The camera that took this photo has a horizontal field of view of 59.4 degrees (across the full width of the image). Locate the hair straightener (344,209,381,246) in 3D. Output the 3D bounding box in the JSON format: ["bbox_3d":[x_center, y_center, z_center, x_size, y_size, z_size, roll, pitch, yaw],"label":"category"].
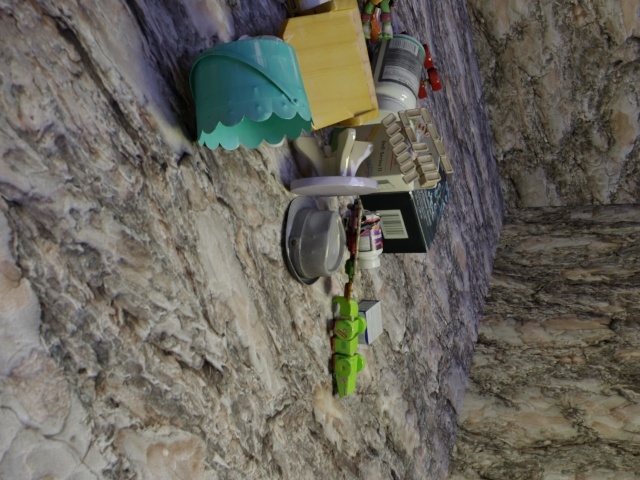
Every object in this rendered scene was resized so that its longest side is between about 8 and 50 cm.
[{"bbox_3d":[0.112,-0.040,1.887,0.230,0.047,0.089,-29,118,-22],"label":"hair straightener"}]

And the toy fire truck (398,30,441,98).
[{"bbox_3d":[0.387,-0.758,2.400,0.302,0.169,0.254,54,21,-47],"label":"toy fire truck"}]

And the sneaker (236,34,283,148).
[{"bbox_3d":[-0.137,-0.386,1.463,0.111,0.129,0.297,-42,126,-55],"label":"sneaker"}]

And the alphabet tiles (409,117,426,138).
[{"bbox_3d":[0.308,-0.474,2.220,0.237,0.009,0.198,30,54,-10],"label":"alphabet tiles"}]

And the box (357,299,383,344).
[{"bbox_3d":[0.166,0.296,2.044,0.137,0.072,0.126,-24,110,-59],"label":"box"}]

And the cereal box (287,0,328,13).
[{"bbox_3d":[-0.043,-0.805,1.717,0.240,0.047,0.173,-49,131,-49],"label":"cereal box"}]

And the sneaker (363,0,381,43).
[{"bbox_3d":[0.190,-0.836,2.137,0.067,0.064,0.175,-10,94,-39],"label":"sneaker"}]

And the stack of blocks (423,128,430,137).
[{"bbox_3d":[0.478,-0.358,2.593,0.171,0.087,0.297,-43,126,-53],"label":"stack of blocks"}]

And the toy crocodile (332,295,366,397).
[{"bbox_3d":[0.085,0.356,1.886,0.115,0.105,0.341,-10,103,-61],"label":"toy crocodile"}]

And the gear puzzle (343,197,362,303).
[{"bbox_3d":[0.095,0.039,1.796,0.175,0.044,0.339,-82,177,-72],"label":"gear puzzle"}]

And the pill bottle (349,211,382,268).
[{"bbox_3d":[0.166,-0.002,2.013,0.108,0.108,0.194,-24,110,-58],"label":"pill bottle"}]

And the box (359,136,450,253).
[{"bbox_3d":[0.348,-0.182,2.236,0.395,0.212,0.294,-60,138,-43],"label":"box"}]

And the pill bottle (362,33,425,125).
[{"bbox_3d":[0.270,-0.576,2.112,0.204,0.204,0.361,47,50,-50],"label":"pill bottle"}]

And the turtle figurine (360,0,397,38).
[{"bbox_3d":[0.190,-0.858,1.983,0.275,0.197,0.266,-125,-143,-73],"label":"turtle figurine"}]

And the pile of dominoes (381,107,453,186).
[{"bbox_3d":[0.289,-0.287,1.739,0.196,0.040,0.251,-12,75,-28],"label":"pile of dominoes"}]

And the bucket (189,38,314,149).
[{"bbox_3d":[-0.161,-0.327,1.285,0.281,0.281,0.183,-7,86,-60],"label":"bucket"}]

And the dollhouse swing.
[{"bbox_3d":[-0.024,-0.494,1.654,0.305,0.315,0.347,-22,109,-24],"label":"dollhouse swing"}]

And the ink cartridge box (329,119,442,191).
[{"bbox_3d":[0.202,-0.271,1.831,0.119,0.353,0.207,39,56,-54],"label":"ink cartridge box"}]

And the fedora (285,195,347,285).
[{"bbox_3d":[0.000,0.000,1.702,0.243,0.124,0.276,26,67,-58],"label":"fedora"}]

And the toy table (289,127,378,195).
[{"bbox_3d":[0.042,-0.225,1.685,0.274,0.252,0.161,2,83,-33],"label":"toy table"}]
